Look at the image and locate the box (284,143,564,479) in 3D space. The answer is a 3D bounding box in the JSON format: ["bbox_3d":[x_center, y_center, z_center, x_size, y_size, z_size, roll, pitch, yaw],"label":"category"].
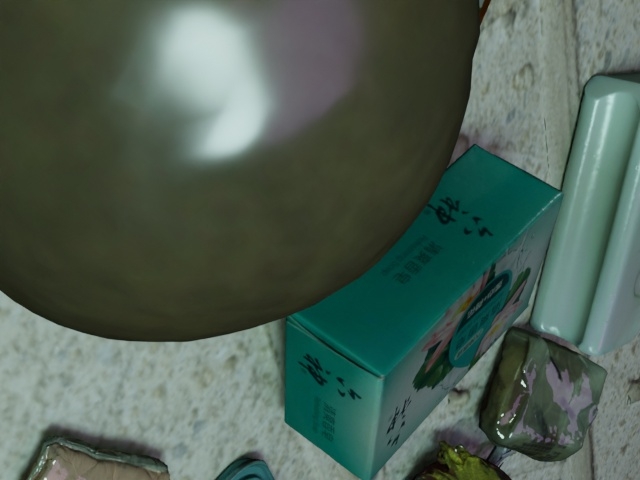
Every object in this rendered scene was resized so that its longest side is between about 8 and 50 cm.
[{"bbox_3d":[0.082,0.054,0.776,0.245,0.092,0.153,-42,152,-31],"label":"box"}]

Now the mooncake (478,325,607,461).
[{"bbox_3d":[0.233,0.171,1.052,0.125,0.073,0.130,26,79,-25],"label":"mooncake"}]

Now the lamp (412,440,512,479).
[{"bbox_3d":[0.150,0.301,0.982,0.157,0.135,0.156,37,76,-36],"label":"lamp"}]

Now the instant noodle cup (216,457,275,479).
[{"bbox_3d":[-0.066,0.287,0.798,0.157,0.070,0.179,-43,138,-21],"label":"instant noodle cup"}]

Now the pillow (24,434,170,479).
[{"bbox_3d":[-0.194,0.244,0.653,0.126,0.043,0.232,31,89,-46],"label":"pillow"}]

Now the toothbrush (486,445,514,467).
[{"bbox_3d":[0.127,0.350,1.073,0.413,0.035,0.042,-53,151,-13],"label":"toothbrush"}]

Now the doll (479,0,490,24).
[{"bbox_3d":[0.034,-0.181,0.620,0.134,0.106,0.186,-48,140,1],"label":"doll"}]

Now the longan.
[{"bbox_3d":[-0.061,-0.099,0.433,0.297,0.297,0.297,-25,128,-38],"label":"longan"}]

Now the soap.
[{"bbox_3d":[0.336,-0.034,1.046,0.173,0.095,0.289,-13,120,-43],"label":"soap"}]
